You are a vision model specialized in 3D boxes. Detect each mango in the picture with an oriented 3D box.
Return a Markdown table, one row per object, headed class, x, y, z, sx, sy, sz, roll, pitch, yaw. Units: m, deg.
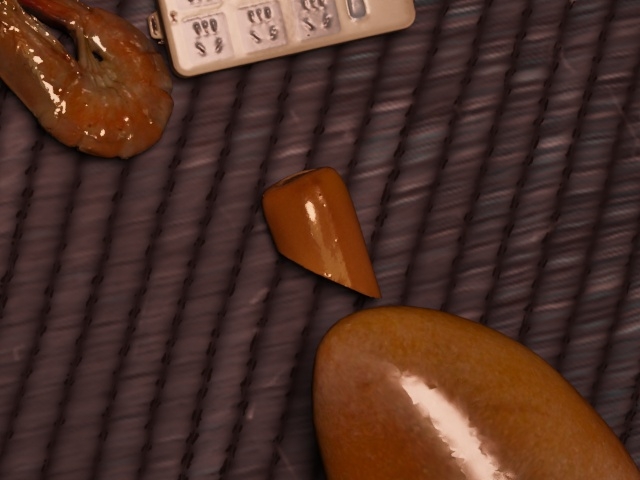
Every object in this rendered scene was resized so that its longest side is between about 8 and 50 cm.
| class | x | y | z | sx | sy | sz | roll | pitch | yaw |
| --- | --- | --- | --- | --- | --- | --- | --- | --- | --- |
| mango | 0.120 | 0.208 | 1.208 | 0.221 | 0.199 | 0.384 | -36 | 96 | -4 |

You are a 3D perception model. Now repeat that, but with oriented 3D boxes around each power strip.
| class | x | y | z | sx | sy | sz | roll | pitch | yaw |
| --- | --- | --- | --- | --- | --- | --- | --- | --- | --- |
| power strip | -0.026 | -0.170 | 1.249 | 0.192 | 0.035 | 0.081 | -13 | 93 | -8 |

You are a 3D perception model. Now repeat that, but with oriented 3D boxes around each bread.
| class | x | y | z | sx | sy | sz | roll | pitch | yaw |
| --- | --- | --- | --- | --- | --- | --- | --- | --- | --- |
| bread | 0.000 | 0.002 | 1.255 | 0.062 | 0.049 | 0.103 | -18 | 94 | -8 |

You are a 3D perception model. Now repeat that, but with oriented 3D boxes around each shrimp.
| class | x | y | z | sx | sy | sz | roll | pitch | yaw |
| --- | --- | --- | --- | --- | --- | --- | --- | --- | --- |
| shrimp | -0.183 | -0.132 | 1.226 | 0.190 | 0.042 | 0.101 | 41 | 66 | -8 |
